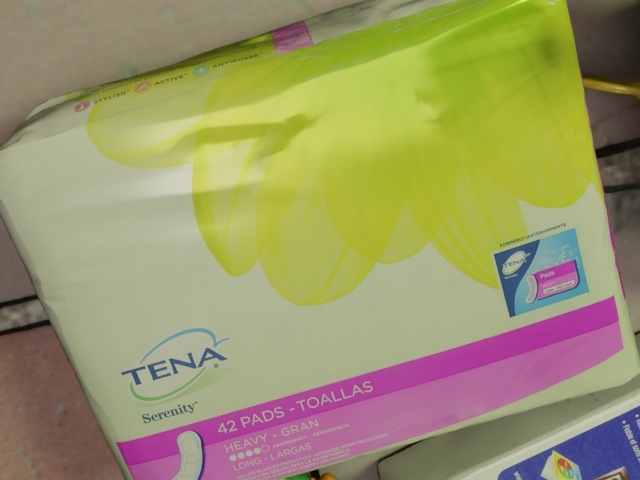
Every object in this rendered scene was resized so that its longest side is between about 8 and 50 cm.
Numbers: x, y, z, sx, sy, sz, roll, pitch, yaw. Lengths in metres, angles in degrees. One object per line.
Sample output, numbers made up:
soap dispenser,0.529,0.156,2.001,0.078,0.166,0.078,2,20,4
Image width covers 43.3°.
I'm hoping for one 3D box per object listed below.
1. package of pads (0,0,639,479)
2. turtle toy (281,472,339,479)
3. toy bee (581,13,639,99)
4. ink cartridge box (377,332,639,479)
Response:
package of pads,0.000,0.000,0.435,0.297,0.101,0.229,-18,109,2
turtle toy,-0.013,0.197,0.517,0.095,0.066,0.130,-4,113,23
toy bee,0.195,-0.088,0.377,0.162,0.195,0.298,-31,107,-32
ink cartridge box,0.219,0.146,0.514,0.333,0.065,0.165,-27,107,7
